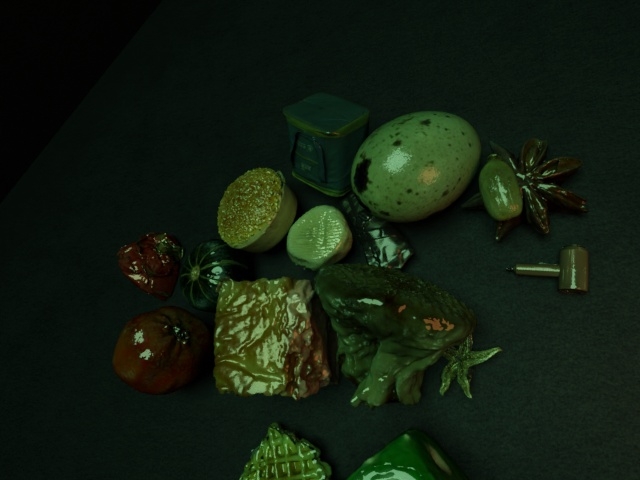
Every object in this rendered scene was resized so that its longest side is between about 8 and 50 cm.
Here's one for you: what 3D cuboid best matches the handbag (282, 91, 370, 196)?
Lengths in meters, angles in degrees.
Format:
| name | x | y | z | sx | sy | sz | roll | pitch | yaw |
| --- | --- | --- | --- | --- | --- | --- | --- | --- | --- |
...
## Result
| name | x | y | z | sx | sy | sz | roll | pitch | yaw |
| --- | --- | --- | --- | --- | --- | --- | --- | --- | --- |
| handbag | 0.020 | -0.302 | 1.254 | 0.263 | 0.240 | 0.222 | 29 | 54 | 31 |

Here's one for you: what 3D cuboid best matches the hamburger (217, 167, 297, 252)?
| name | x | y | z | sx | sy | sz | roll | pitch | yaw |
| --- | --- | --- | --- | --- | --- | --- | --- | --- | --- |
| hamburger | -0.218 | -0.099 | 1.332 | 0.302 | 0.170 | 0.301 | -27 | 44 | 30 |

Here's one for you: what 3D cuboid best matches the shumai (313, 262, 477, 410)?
| name | x | y | z | sx | sy | sz | roll | pitch | yaw |
| --- | --- | --- | --- | --- | --- | --- | --- | --- | --- |
| shumai | 0.152 | 0.241 | 1.006 | 0.398 | 0.324 | 0.322 | 16 | 103 | 9 |

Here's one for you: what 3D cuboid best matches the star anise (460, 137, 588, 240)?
| name | x | y | z | sx | sy | sz | roll | pitch | yaw |
| --- | --- | --- | --- | --- | --- | --- | --- | --- | --- |
| star anise | 0.531 | -0.142 | 1.073 | 0.316 | 0.108 | 0.314 | -9 | 70 | 26 |

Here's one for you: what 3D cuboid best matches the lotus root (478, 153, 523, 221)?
| name | x | y | z | sx | sy | sz | roll | pitch | yaw |
| --- | --- | --- | --- | --- | --- | --- | --- | --- | --- |
| lotus root | 0.446 | -0.137 | 1.006 | 0.091 | 0.077 | 0.182 | -13 | 71 | 24 |

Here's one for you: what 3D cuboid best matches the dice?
| name | x | y | z | sx | sy | sz | roll | pitch | yaw |
| --- | --- | --- | --- | --- | --- | --- | --- | --- | --- |
| dice | 0.190 | 0.615 | 0.864 | 0.297 | 0.287 | 0.300 | -43 | 59 | 3 |

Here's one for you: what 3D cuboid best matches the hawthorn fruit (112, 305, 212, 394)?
| name | x | y | z | sx | sy | sz | roll | pitch | yaw |
| --- | --- | --- | --- | --- | --- | --- | --- | --- | --- |
| hawthorn fruit | -0.520 | 0.372 | 1.305 | 0.330 | 0.287 | 0.286 | -46 | 57 | 31 |

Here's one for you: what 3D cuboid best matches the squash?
| name | x | y | z | sx | sy | sz | roll | pitch | yaw |
| --- | --- | --- | --- | --- | --- | --- | --- | --- | --- |
| squash | -0.359 | 0.121 | 1.362 | 0.253 | 0.165 | 0.251 | -10 | 72 | 34 |

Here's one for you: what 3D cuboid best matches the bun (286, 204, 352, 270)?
| name | x | y | z | sx | sy | sz | roll | pitch | yaw |
| --- | --- | --- | --- | --- | --- | --- | --- | --- | --- |
| bun | 0.000 | 0.000 | 1.255 | 0.221 | 0.134 | 0.220 | -17 | 55 | 25 |

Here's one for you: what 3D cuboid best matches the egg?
| name | x | y | z | sx | sy | sz | roll | pitch | yaw |
| --- | --- | --- | --- | --- | --- | --- | --- | --- | --- |
| egg | 0.264 | -0.208 | 1.109 | 0.379 | 0.287 | 0.287 | -37 | 59 | -13 |

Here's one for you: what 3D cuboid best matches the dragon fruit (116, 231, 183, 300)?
| name | x | y | z | sx | sy | sz | roll | pitch | yaw |
| --- | --- | --- | --- | --- | --- | --- | --- | --- | --- |
| dragon fruit | -0.659 | 0.051 | 1.537 | 0.317 | 0.152 | 0.205 | 38 | 89 | 30 |

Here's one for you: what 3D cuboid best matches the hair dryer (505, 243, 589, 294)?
| name | x | y | z | sx | sy | sz | roll | pitch | yaw |
| --- | --- | --- | --- | --- | --- | --- | --- | --- | --- |
| hair dryer | 0.565 | 0.070 | 1.010 | 0.182 | 0.064 | 0.117 | 1 | 72 | 31 |

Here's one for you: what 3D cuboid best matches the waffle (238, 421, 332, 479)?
| name | x | y | z | sx | sy | sz | roll | pitch | yaw |
| --- | --- | --- | --- | --- | --- | --- | --- | --- | --- |
| waffle | -0.096 | 0.688 | 1.096 | 0.297 | 0.073 | 0.316 | 27 | 92 | 36 |

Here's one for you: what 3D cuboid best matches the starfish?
| name | x | y | z | sx | sy | sz | roll | pitch | yaw |
| --- | --- | --- | --- | --- | --- | --- | --- | --- | --- |
| starfish | 0.368 | 0.294 | 1.014 | 0.176 | 0.053 | 0.207 | -21 | 49 | 37 |

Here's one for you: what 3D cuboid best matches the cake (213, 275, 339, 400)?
| name | x | y | z | sx | sy | sz | roll | pitch | yaw |
| --- | --- | --- | --- | --- | --- | --- | --- | --- | --- |
| cake | -0.107 | 0.272 | 1.114 | 0.294 | 0.307 | 0.313 | -6 | 69 | 19 |

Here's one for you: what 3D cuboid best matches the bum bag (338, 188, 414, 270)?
| name | x | y | z | sx | sy | sz | roll | pitch | yaw |
| --- | --- | --- | --- | --- | --- | --- | --- | --- | --- |
| bum bag | 0.165 | -0.039 | 1.216 | 0.144 | 0.095 | 0.340 | -30 | 60 | 16 |
